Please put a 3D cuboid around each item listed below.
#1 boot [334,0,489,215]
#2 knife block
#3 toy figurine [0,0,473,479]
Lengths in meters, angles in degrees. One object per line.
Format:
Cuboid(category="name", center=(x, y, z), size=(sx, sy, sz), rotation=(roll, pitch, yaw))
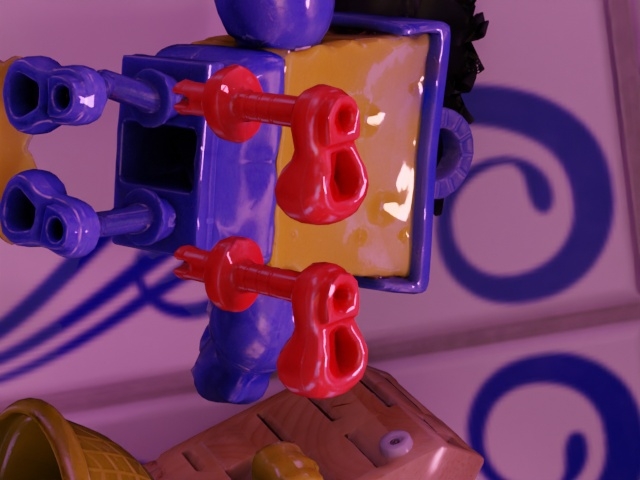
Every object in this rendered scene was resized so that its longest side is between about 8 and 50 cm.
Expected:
Cuboid(category="boot", center=(0.009, -0.065, 0.688), size=(0.121, 0.045, 0.099), rotation=(6, 103, -11))
Cuboid(category="knife block", center=(-0.045, 0.214, 0.711), size=(0.275, 0.088, 0.242), rotation=(-26, 121, -16))
Cuboid(category="toy figurine", center=(0.000, 0.000, 0.586), size=(0.191, 0.217, 0.363), rotation=(9, 100, 41))
